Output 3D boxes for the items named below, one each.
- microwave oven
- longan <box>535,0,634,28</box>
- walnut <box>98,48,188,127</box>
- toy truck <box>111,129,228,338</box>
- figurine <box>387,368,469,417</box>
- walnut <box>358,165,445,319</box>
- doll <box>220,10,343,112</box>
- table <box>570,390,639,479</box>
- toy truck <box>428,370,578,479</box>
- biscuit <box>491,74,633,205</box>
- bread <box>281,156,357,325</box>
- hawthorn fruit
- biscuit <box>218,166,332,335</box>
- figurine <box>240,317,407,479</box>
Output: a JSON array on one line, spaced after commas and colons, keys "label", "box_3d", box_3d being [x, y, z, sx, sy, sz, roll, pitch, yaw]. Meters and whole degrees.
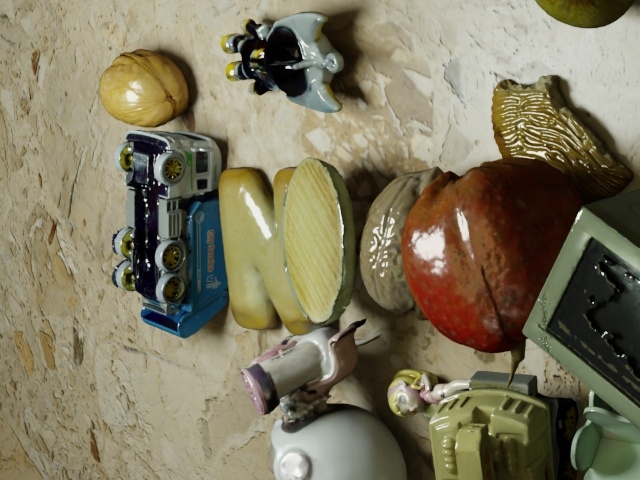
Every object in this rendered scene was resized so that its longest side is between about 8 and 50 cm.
[{"label": "microwave oven", "box_3d": [0.461, 0.119, 1.471, 0.355, 0.286, 0.218, 41, 127, 30]}, {"label": "longan", "box_3d": [0.323, -0.342, 1.587, 0.155, 0.176, 0.145, 28, 105, 22]}, {"label": "walnut", "box_3d": [-0.321, -0.271, 2.284, 0.180, 0.144, 0.144, 34, 123, 48]}, {"label": "toy truck", "box_3d": [-0.263, -0.016, 2.261, 0.146, 0.175, 0.367, 17, 112, 41]}, {"label": "figurine", "box_3d": [0.175, 0.229, 1.949, 0.187, 0.083, 0.083, -15, 89, 46]}, {"label": "walnut", "box_3d": [0.145, 0.003, 1.857, 0.178, 0.178, 0.230, 24, 110, 40]}, {"label": "doll", "box_3d": [-0.057, -0.284, 2.038, 0.316, 0.103, 0.145, 13, 93, 52]}, {"label": "table", "box_3d": [0.446, 0.267, 1.627, 0.198, 0.166, 0.166, 6, 104, 37]}, {"label": "toy truck", "box_3d": [0.249, 0.396, 1.779, 0.181, 0.254, 0.405, 3, 104, 29]}, {"label": "biscuit", "box_3d": [0.323, -0.133, 1.735, 0.228, 0.031, 0.176, 18, 114, 43]}, {"label": "bread", "box_3d": [0.000, 0.000, 1.962, 0.267, 0.040, 0.267, 176, 90, -69]}, {"label": "hawthorn fruit", "box_3d": [0.236, 0.016, 1.671, 0.262, 0.258, 0.258, 57, 134, 29]}, {"label": "biscuit", "box_3d": [-0.081, 0.018, 2.166, 0.237, 0.062, 0.290, 5, 102, 45]}, {"label": "figurine", "box_3d": [0.011, 0.318, 2.002, 0.211, 0.253, 0.361, -10, 97, 33]}]
